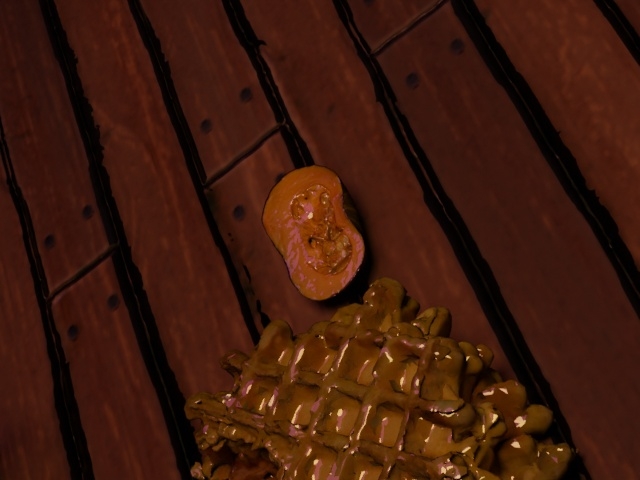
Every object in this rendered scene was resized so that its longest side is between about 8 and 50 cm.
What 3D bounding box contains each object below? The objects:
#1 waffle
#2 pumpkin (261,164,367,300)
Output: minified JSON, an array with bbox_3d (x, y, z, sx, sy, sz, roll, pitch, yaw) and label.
[{"bbox_3d":[0.005,0.116,0.867,0.197,0.070,0.193,-46,42,3],"label":"waffle"},{"bbox_3d":[0.001,0.000,0.991,0.050,0.028,0.083,-31,53,17],"label":"pumpkin"}]
